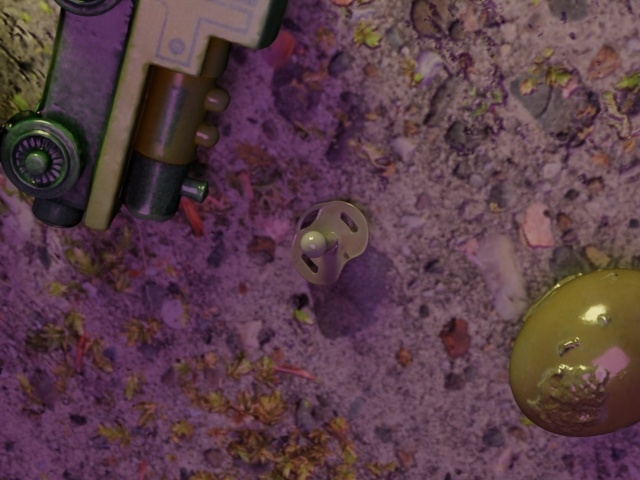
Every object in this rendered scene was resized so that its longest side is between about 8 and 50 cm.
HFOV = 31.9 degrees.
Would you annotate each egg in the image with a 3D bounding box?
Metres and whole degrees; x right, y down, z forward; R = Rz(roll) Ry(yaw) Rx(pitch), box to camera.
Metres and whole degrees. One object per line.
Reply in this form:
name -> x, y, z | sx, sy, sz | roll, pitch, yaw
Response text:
egg -> 0.285, 0.117, 1.140 | 0.201, 0.164, 0.164 | -39, 99, 20

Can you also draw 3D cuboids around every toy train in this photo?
toy train -> -0.179, -0.166, 1.130 | 0.237, 0.150, 0.369 | 17, 112, -4

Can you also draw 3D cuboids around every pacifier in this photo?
pacifier -> 0.000, 0.000, 1.189 | 0.081, 0.078, 0.099 | 48, 111, 14
